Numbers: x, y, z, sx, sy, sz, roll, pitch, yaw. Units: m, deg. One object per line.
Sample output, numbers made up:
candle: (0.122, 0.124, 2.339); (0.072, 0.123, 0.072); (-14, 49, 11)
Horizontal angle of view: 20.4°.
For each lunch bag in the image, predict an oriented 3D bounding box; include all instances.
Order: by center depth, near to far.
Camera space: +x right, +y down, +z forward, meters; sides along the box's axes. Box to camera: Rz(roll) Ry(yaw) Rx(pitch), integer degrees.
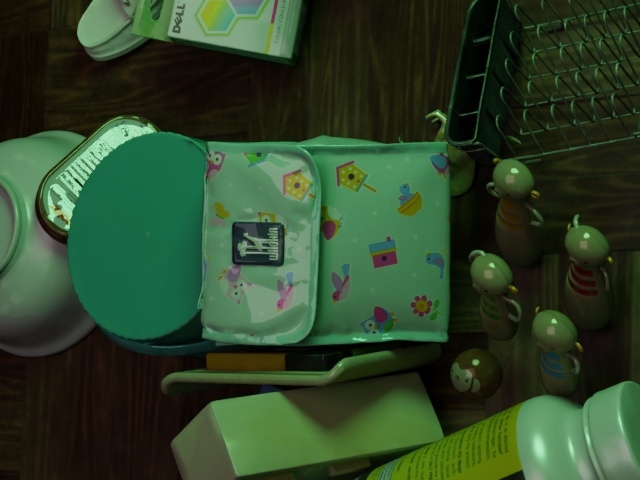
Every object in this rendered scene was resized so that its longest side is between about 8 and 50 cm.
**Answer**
lunch bag: (0.000, 0.000, 1.893); (0.160, 0.262, 0.223); (-157, 68, -77)

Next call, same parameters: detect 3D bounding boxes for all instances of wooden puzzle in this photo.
wooden puzzle: (-0.020, 0.132, 1.935); (0.239, 0.221, 0.044); (-7, 88, 33)

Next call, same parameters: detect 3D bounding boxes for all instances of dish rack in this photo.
dish rack: (0.274, -0.182, 1.849); (0.271, 0.074, 0.208); (-9, 55, 31)

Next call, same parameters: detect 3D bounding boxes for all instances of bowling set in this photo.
bowling set: (0.221, 0.076, 1.787); (0.200, 0.154, 0.287); (-41, 58, -18)

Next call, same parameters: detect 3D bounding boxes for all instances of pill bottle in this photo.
pill bottle: (0.193, 0.269, 1.791); (0.334, 0.188, 0.188); (-29, 67, 26)

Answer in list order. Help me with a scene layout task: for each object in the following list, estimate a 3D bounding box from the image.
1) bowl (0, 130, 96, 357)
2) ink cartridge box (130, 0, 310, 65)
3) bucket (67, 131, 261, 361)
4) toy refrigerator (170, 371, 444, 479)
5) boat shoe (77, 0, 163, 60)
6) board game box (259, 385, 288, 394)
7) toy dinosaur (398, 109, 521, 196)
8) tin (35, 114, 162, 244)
bowl: (-0.393, -0.006, 2.257); (0.298, 0.134, 0.298); (-7, 77, 33)
ink cartridge box: (-0.121, -0.282, 2.119); (0.209, 0.062, 0.109); (11, 88, 7)
bucket: (-0.145, 0.010, 2.061); (0.281, 0.183, 0.281); (-7, 77, 34)
toy refrigerator: (-0.010, 0.215, 1.875); (0.102, 0.269, 0.094); (-46, 57, 45)
boat shoe: (-0.218, -0.334, 2.221); (0.277, 0.096, 0.098); (-40, 62, 21)
board game box: (-0.041, 0.220, 2.055); (0.090, 0.020, 0.090); (18, 92, 35)
toy dinosaur: (0.146, -0.098, 1.981); (0.183, 0.053, 0.092); (-33, 80, 33)
tin: (-0.266, -0.076, 2.181); (0.106, 0.040, 0.189); (43, 72, 7)
